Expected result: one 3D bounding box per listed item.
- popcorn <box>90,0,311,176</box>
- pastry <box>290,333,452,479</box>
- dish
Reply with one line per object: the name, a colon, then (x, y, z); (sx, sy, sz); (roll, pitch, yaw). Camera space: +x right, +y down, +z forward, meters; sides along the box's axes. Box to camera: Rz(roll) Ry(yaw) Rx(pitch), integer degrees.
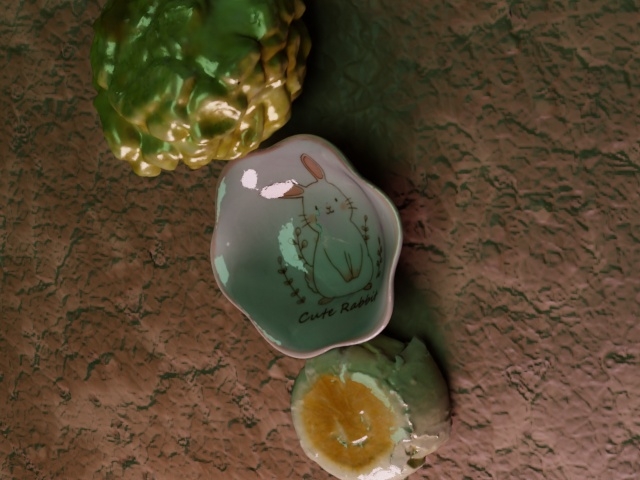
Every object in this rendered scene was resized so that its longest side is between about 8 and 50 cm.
popcorn: (-0.123, -0.179, 1.488); (0.217, 0.181, 0.235); (48, 111, 23)
pastry: (0.049, 0.168, 1.565); (0.166, 0.088, 0.166); (11, 114, 25)
dish: (0.000, 0.000, 1.543); (0.229, 0.081, 0.229); (9, 108, 30)
